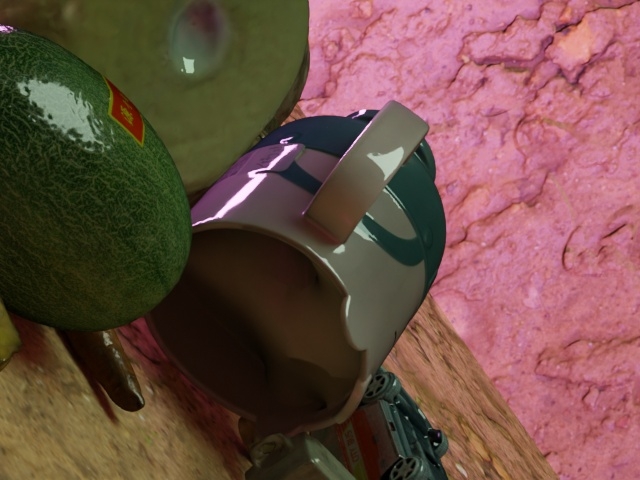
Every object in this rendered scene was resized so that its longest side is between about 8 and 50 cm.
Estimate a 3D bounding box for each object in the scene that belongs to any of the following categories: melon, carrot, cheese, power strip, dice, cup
[{"bbox_3d":[-0.211,-0.049,1.411,0.288,0.182,0.182,46,11,-38],"label":"melon"},{"bbox_3d":[-0.188,0.060,1.550,0.191,0.047,0.047,61,12,23],"label":"carrot"},{"bbox_3d":[-0.047,0.192,1.773,0.083,0.030,0.044,55,2,-24],"label":"cheese"},{"bbox_3d":[0.033,0.269,1.727,0.272,0.078,0.052,48,12,-28],"label":"power strip"},{"bbox_3d":[-0.178,-0.190,1.630,0.250,0.254,0.252,23,-22,42],"label":"dice"},{"bbox_3d":[0.000,0.000,1.738,0.219,0.290,0.257,35,42,2],"label":"cup"}]

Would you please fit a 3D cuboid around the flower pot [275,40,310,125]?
[{"bbox_3d":[-0.160,-0.248,2.113,0.293,0.293,0.330,57,4,22],"label":"flower pot"}]

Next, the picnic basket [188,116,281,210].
[{"bbox_3d":[-0.110,-0.062,1.993,0.139,0.165,0.266,54,9,21],"label":"picnic basket"}]

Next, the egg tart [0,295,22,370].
[{"bbox_3d":[-0.243,0.031,1.115,0.252,0.098,0.232,62,6,-52],"label":"egg tart"}]

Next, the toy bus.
[{"bbox_3d":[0.065,0.231,1.891,0.121,0.120,0.265,48,11,-28],"label":"toy bus"}]
